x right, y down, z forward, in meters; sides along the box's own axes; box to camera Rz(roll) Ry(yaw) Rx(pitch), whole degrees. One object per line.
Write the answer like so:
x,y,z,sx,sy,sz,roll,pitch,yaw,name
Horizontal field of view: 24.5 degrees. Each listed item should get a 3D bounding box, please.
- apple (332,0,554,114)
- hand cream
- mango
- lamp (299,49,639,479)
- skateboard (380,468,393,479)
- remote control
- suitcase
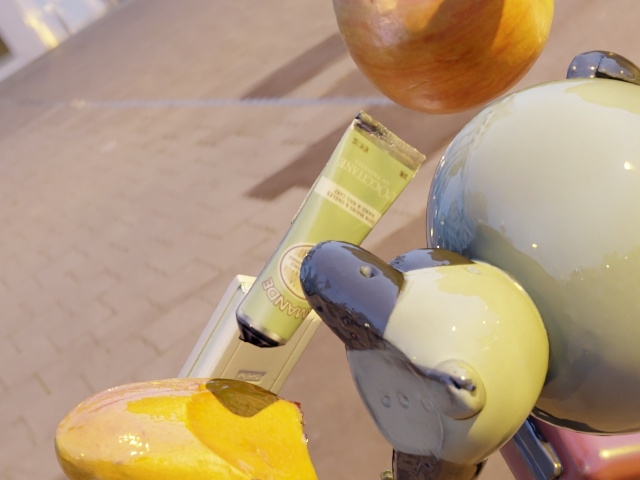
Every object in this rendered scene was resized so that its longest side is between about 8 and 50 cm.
0.147,-0.297,1.755,0.233,0.286,0.286,-13,22,25,apple
0.000,0.000,1.331,0.235,0.086,0.055,-55,33,3,hand cream
-0.138,0.201,1.385,0.138,0.257,0.187,-64,30,17,mango
0.121,0.023,0.770,0.244,0.198,0.197,-31,12,-27,lamp
0.123,0.348,1.987,0.067,0.080,0.151,-40,10,13,skateboard
-0.104,0.159,1.622,0.277,0.103,0.055,-59,41,27,remote control
0.301,0.176,1.585,0.236,0.161,0.297,-7,44,-19,suitcase
